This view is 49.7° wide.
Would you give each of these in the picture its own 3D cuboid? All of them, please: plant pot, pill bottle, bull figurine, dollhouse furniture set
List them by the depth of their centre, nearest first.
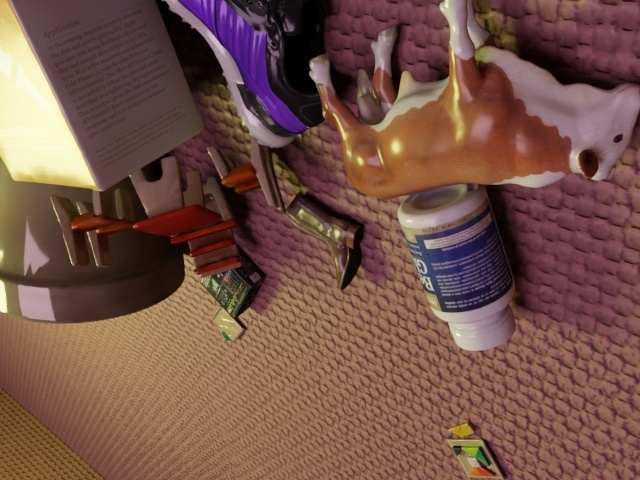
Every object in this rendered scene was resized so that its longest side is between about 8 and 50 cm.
[{"bbox_3d":[0.123,-0.120,0.632,0.310,0.101,0.188,-11,106,47],"label":"bull figurine"},{"bbox_3d":[0.150,0.028,0.729,0.094,0.094,0.169,1,120,48],"label":"pill bottle"},{"bbox_3d":[-0.173,-0.023,0.923,0.259,0.262,0.135,34,-141,-86],"label":"dollhouse furniture set"},{"bbox_3d":[-0.385,-0.063,1.112,0.323,0.323,0.280,18,116,38],"label":"plant pot"}]

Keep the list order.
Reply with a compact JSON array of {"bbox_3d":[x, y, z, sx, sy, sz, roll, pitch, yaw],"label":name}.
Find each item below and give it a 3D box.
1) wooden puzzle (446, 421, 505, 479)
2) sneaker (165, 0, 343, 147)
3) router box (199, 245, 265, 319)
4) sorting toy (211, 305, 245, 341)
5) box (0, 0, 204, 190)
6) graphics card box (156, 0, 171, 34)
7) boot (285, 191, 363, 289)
[{"bbox_3d":[0.214,0.305,0.965,0.116,0.014,0.078,55,145,-4],"label":"wooden puzzle"},{"bbox_3d":[-0.068,-0.252,0.742,0.146,0.102,0.293,-17,112,48],"label":"sneaker"},{"bbox_3d":[-0.148,0.064,1.142,0.092,0.038,0.122,45,144,10],"label":"router box"},{"bbox_3d":[-0.173,0.157,1.271,0.062,0.012,0.083,44,141,4],"label":"sorting toy"},{"bbox_3d":[-0.315,-0.250,0.794,0.215,0.168,0.345,8,126,41],"label":"box"},{"bbox_3d":[-0.351,-0.401,0.926,0.371,0.094,0.233,41,142,13],"label":"graphics card box"},{"bbox_3d":[0.000,0.000,0.922,0.114,0.037,0.106,27,124,26],"label":"boot"}]
